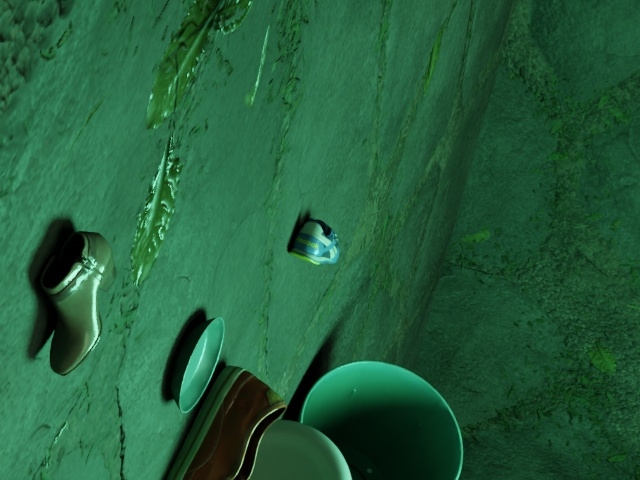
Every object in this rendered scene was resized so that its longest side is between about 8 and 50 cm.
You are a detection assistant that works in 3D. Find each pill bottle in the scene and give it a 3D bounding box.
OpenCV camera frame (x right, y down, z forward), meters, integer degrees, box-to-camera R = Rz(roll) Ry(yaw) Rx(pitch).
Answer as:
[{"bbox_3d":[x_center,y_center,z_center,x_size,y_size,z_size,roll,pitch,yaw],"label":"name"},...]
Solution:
[{"bbox_3d":[-0.049,0.411,1.960,0.363,0.210,0.210,81,32,-66],"label":"pill bottle"}]

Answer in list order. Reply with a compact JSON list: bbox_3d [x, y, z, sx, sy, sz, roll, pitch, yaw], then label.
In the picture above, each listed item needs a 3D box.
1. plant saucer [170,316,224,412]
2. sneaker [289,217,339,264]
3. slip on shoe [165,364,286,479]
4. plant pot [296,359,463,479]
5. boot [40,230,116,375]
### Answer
[{"bbox_3d":[-0.147,0.143,1.553,0.119,0.021,0.119,20,90,-78],"label":"plant saucer"},{"bbox_3d":[0.000,0.000,1.899,0.144,0.053,0.059,-7,114,-78],"label":"sneaker"},{"bbox_3d":[-0.140,0.325,1.688,0.123,0.101,0.331,74,39,-73],"label":"slip on shoe"},{"bbox_3d":[0.069,0.393,2.324,0.293,0.293,0.235,-60,180,-38],"label":"plant pot"},{"bbox_3d":[-0.209,0.049,1.106,0.087,0.042,0.118,55,55,-68],"label":"boot"}]
